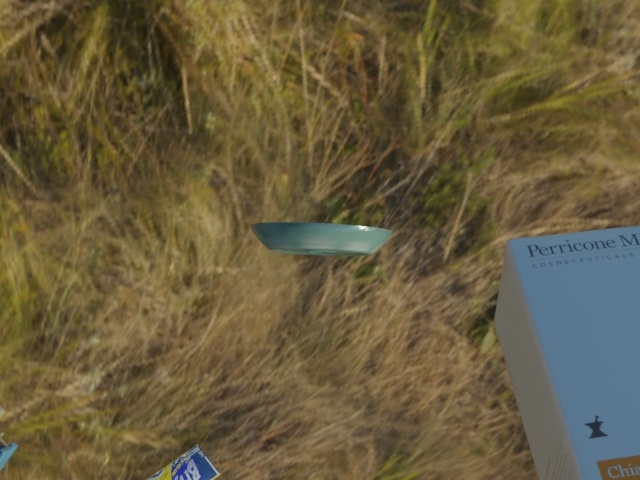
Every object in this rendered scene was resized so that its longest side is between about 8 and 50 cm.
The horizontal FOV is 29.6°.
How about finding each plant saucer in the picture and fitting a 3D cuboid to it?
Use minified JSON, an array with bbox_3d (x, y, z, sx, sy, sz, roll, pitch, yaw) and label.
[{"bbox_3d":[0.000,0.000,1.013,0.119,0.119,0.021,4,86,-13],"label":"plant saucer"}]

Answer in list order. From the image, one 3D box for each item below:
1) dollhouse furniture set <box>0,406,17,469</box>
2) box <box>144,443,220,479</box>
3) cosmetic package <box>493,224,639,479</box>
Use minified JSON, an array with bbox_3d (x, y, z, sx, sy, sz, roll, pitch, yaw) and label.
[{"bbox_3d":[-0.420,0.294,1.378,0.129,0.183,0.129,41,19,10],"label":"dollhouse furniture set"},{"bbox_3d":[-0.215,0.342,1.621,0.054,0.059,0.169,51,42,8],"label":"box"},{"bbox_3d":[0.352,0.200,1.306,0.230,0.161,0.453,-7,47,-4],"label":"cosmetic package"}]
